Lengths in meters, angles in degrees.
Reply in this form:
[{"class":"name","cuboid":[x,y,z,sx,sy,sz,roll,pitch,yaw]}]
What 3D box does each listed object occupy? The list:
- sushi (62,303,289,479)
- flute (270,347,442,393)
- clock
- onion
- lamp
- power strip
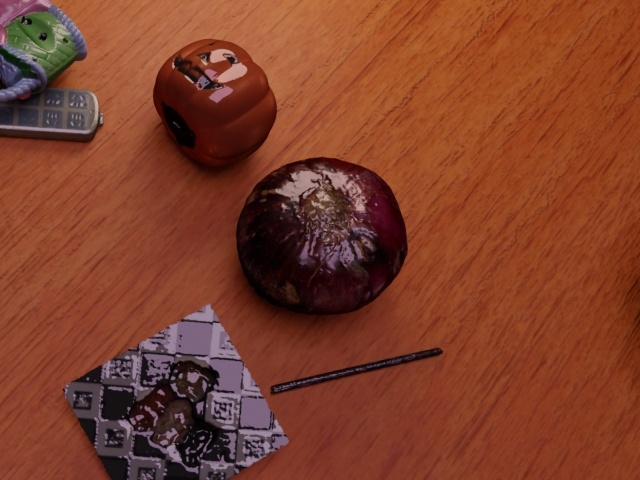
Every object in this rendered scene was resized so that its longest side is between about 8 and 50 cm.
[{"class":"sushi","cuboid":[-0.197,0.238,1.560,0.231,0.047,0.219,-29,87,-9]},{"class":"flute","cuboid":[0.055,0.189,1.670,0.270,0.014,0.014,-11,71,-18]},{"class":"clock","cuboid":[-0.470,-0.289,1.672,0.195,0.100,0.194,-35,69,-27]},{"class":"onion","cuboid":[0.000,0.000,1.640,0.247,0.190,0.246,1,51,-1]},{"class":"lamp","cuboid":[-0.149,-0.207,1.689,0.164,0.187,0.187,-38,81,-24]},{"class":"power strip","cuboid":[-0.436,-0.192,1.695,0.227,0.029,0.079,2,68,-12]}]
